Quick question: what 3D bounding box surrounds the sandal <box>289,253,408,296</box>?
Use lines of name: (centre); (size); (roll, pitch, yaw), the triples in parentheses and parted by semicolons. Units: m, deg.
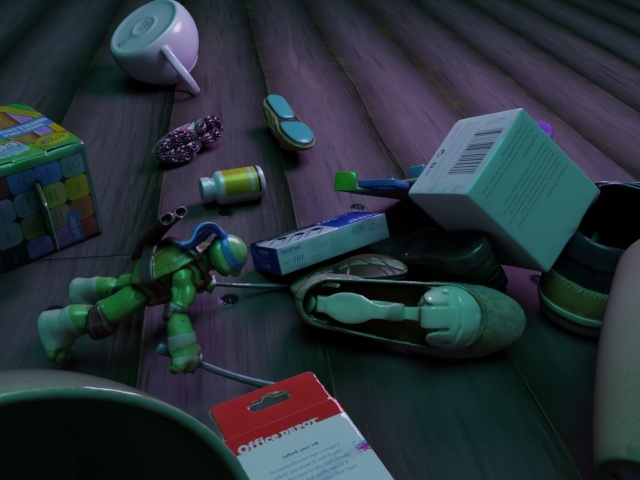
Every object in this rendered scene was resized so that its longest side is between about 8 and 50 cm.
sandal: (0.044, 0.064, 0.906); (0.180, 0.049, 0.072); (-14, 30, 1)

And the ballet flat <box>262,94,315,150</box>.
ballet flat: (-0.073, -0.247, 1.334); (0.080, 0.073, 0.232); (-2, 40, -23)

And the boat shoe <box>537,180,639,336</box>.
boat shoe: (0.525, -0.020, 0.970); (0.187, 0.155, 0.500); (29, 41, 36)

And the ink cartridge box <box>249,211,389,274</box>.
ink cartridge box: (0.000, 0.000, 0.960); (0.207, 0.046, 0.097); (-18, 13, -29)

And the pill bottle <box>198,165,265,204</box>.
pill bottle: (-0.167, -0.102, 1.113); (0.117, 0.065, 0.065); (-11, 36, -20)

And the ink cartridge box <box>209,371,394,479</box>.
ink cartridge box: (-0.011, 0.250, 0.591); (0.134, 0.077, 0.231); (-15, 38, -25)

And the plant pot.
plant pot: (0.408, 0.166, 0.639); (0.257, 0.256, 0.274); (24, 57, 28)

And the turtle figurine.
turtle figurine: (-0.197, 0.104, 0.776); (0.267, 0.274, 0.197); (-14, 56, 10)

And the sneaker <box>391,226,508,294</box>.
sneaker: (0.198, 0.048, 0.913); (0.087, 0.130, 0.228); (-42, 20, -18)

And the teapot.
teapot: (-0.424, -0.509, 1.607); (0.253, 0.187, 0.255); (-3, 57, 25)

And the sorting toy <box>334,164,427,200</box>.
sorting toy: (0.174, -0.100, 1.042); (0.348, 0.047, 0.196); (3, -1, -44)

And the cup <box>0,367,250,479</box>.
cup: (-0.242, 0.231, 0.434); (0.331, 0.330, 0.237); (-22, 20, -32)

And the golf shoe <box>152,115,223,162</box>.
golf shoe: (-0.295, -0.211, 1.278); (0.086, 0.067, 0.186); (-5, 24, 40)

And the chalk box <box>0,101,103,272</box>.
chalk box: (-0.485, -0.084, 0.964); (0.289, 0.180, 0.179); (30, 43, 33)

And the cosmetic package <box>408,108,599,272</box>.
cosmetic package: (0.264, -0.070, 0.865); (0.151, 0.184, 0.151); (-54, 20, -10)

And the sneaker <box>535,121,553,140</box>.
sneaker: (0.452, -0.243, 1.338); (0.237, 0.104, 0.095); (-22, 40, -33)

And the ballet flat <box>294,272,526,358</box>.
ballet flat: (0.113, 0.101, 0.789); (0.316, 0.107, 0.106); (2, -7, 12)
